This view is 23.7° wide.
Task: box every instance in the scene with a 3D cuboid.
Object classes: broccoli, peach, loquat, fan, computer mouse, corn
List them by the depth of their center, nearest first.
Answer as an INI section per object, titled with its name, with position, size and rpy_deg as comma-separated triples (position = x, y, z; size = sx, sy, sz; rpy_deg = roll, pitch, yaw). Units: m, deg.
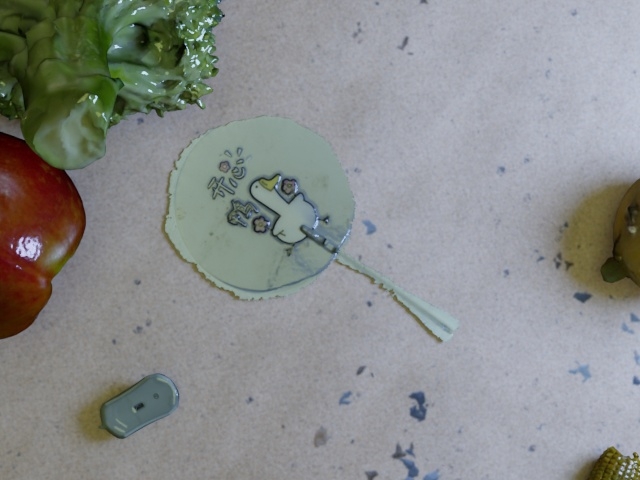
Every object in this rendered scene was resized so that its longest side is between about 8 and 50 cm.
[broccoli]
position = -0.251, -0.210, 1.732
size = 0.353, 0.397, 0.275
rpy_deg = -43, 120, -21
[peach]
position = -0.422, -0.012, 1.755
size = 0.274, 0.245, 0.249
rpy_deg = 25, 105, -5
[computer mouse]
position = -0.224, 0.205, 1.884
size = 0.110, 0.032, 0.056
rpy_deg = -30, 89, 5
[loquat]
position = 0.439, -0.004, 1.885
size = 0.204, 0.149, 0.172
rpy_deg = -27, 92, 10
[corn]
position = 0.343, 0.355, 1.903
size = 0.068, 0.068, 0.207
rpy_deg = 23, 87, -3
[fan]
position = 0.000, 0.000, 1.916
size = 0.414, 0.012, 0.233
rpy_deg = 31, 87, -2
